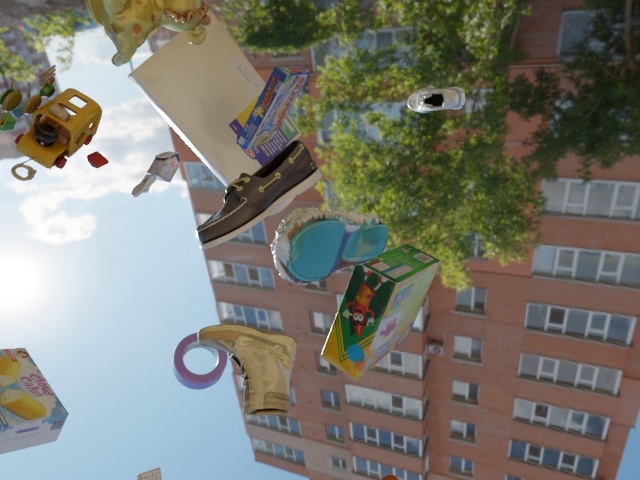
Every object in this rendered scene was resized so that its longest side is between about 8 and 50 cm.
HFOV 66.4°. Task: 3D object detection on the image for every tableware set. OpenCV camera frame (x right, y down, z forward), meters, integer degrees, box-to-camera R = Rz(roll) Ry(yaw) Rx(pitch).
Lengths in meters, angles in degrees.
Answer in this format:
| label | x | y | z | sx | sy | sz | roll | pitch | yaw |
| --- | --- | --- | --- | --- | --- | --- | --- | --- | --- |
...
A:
| label | x | y | z | sx | sy | sz | roll | pitch | yaw |
| --- | --- | --- | --- | --- | --- | --- | --- | --- | --- |
| tableware set | -0.566 | -0.274 | 0.933 | 0.024 | 0.104 | 0.154 | 36 | -124 | -9 |

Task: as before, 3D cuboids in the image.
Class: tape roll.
| label | x | y | z | sx | sy | sz | roll | pitch | yaw |
| --- | --- | --- | --- | --- | --- | --- | --- | --- | --- |
| tape roll | -0.433 | 0.432 | 1.759 | 0.189 | 0.080 | 0.189 | 10 | -125 | -14 |

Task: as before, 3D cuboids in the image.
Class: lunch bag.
| label | x | y | z | sx | sy | sz | roll | pitch | yaw |
| --- | --- | --- | --- | --- | --- | --- | --- | --- | --- |
| lunch bag | -0.420 | -0.204 | 1.318 | 0.071 | 0.053 | 0.083 | 16 | -106 | 43 |

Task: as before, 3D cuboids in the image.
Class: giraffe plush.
| label | x | y | z | sx | sy | sz | roll | pitch | yaw |
| --- | --- | --- | --- | --- | --- | --- | --- | --- | --- |
| giraffe plush | -0.266 | -0.387 | 0.770 | 0.170 | 0.210 | 0.181 | -22 | 174 | -26 |

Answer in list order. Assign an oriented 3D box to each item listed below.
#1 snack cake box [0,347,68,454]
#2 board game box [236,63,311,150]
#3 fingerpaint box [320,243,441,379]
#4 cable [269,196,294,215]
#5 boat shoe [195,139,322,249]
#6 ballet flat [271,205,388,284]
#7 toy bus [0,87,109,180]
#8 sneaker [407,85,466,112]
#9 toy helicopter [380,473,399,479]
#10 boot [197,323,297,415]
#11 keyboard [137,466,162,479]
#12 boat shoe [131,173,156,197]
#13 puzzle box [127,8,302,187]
| label | x | y | z | sx | sy | sz | roll | pitch | yaw |
| --- | --- | --- | --- | --- | --- | --- | --- | --- | --- |
| snack cake box | -0.742 | 0.372 | 1.166 | 0.264 | 0.089 | 0.152 | 35 | -167 | 30 |
| board game box | -0.109 | -0.309 | 1.134 | 0.035 | 0.201 | 0.136 | 38 | -150 | 4 |
| fingerpaint box | 0.223 | 0.232 | 1.740 | 0.163 | 0.371 | 0.444 | 28 | -159 | 25 |
| cable | -0.154 | -0.203 | 1.637 | 0.089 | 0.257 | 0.257 | 42 | -93 | 22 |
| boat shoe | -0.095 | -0.069 | 0.709 | 0.227 | 0.069 | 0.081 | -40 | -158 | -32 |
| ballet flat | 0.000 | 0.000 | 0.964 | 0.147 | 0.147 | 0.409 | 11 | -174 | 29 |
| toy bus | -0.542 | -0.233 | 1.010 | 0.191 | 0.104 | 0.202 | -8 | -120 | -44 |
| sneaker | 0.292 | -0.381 | 1.319 | 0.083 | 0.071 | 0.190 | -15 | -165 | -30 |
| toy helicopter | 0.093 | 0.724 | 1.139 | 0.235 | 0.355 | 0.140 | 30 | -179 | -43 |
| boot | -0.190 | 0.326 | 1.224 | 0.262 | 0.095 | 0.203 | 15 | -123 | -18 |
| keyboard | -0.458 | 0.771 | 1.351 | 0.072 | 0.256 | 0.014 | 2 | 159 | -45 |
| boat shoe | -0.517 | -0.157 | 1.442 | 0.035 | 0.035 | 0.100 | 8 | -128 | 22 |
| puzzle box | -0.257 | -0.348 | 1.286 | 0.272 | 0.409 | 0.052 | -50 | -151 | -21 |
